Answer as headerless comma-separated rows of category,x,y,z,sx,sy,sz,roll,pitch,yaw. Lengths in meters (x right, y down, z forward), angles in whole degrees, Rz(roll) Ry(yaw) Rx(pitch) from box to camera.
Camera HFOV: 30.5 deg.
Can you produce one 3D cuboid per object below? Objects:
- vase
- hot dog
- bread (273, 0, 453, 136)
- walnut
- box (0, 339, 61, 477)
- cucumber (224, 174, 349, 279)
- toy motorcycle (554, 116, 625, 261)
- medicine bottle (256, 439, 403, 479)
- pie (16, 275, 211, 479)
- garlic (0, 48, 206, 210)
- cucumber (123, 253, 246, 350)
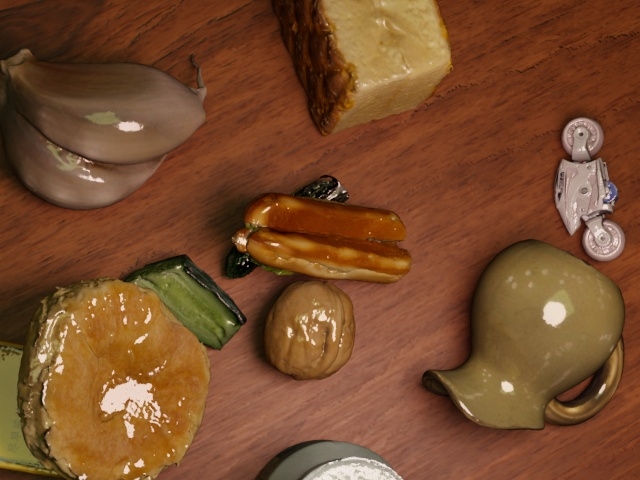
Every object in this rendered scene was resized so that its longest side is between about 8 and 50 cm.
vase,0.366,0.185,1.899,0.329,0.241,0.302,32,88,-28
hot dog,0.000,0.000,1.873,0.337,0.100,0.135,7,67,-36
bread,0.066,-0.350,1.912,0.207,0.279,0.279,-17,80,-14
walnut,-0.018,0.143,1.871,0.166,0.149,0.167,-10,107,-35
box,-0.507,0.248,1.799,0.301,0.084,0.193,11,76,-7
cucumber,-0.067,-0.023,1.933,0.245,0.067,0.067,-35,86,-12
toy motorcycle,0.456,-0.086,2.018,0.112,0.112,0.254,-9,82,-10
medicine bottle,0.022,0.416,1.743,0.245,0.290,0.245,2,79,-9
pie,-0.307,0.219,1.772,0.339,0.083,0.340,7,79,-41
garlic,-0.337,-0.169,1.885,0.340,0.231,0.246,-4,34,-25
cucumber,-0.207,0.086,1.882,0.193,0.086,0.115,41,120,-1
